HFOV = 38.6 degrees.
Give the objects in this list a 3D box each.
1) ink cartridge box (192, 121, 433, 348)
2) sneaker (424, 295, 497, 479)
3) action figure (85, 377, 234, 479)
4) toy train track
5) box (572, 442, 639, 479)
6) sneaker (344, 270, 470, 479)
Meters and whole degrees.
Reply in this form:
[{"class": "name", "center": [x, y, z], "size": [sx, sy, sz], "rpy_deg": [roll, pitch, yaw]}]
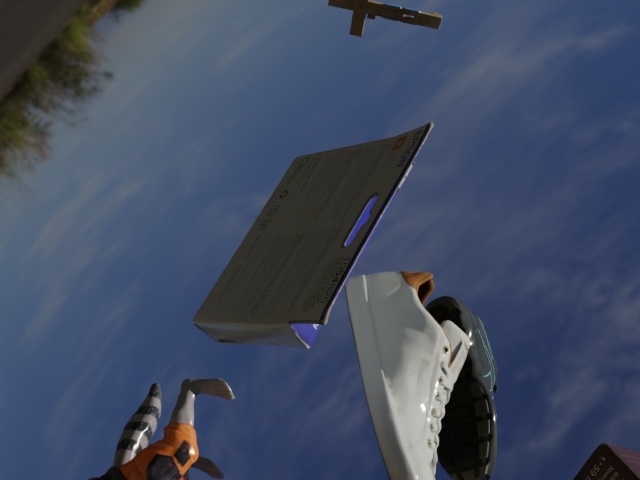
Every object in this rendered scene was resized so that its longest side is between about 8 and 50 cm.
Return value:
[{"class": "ink cartridge box", "center": [0.000, 0.000, 0.863], "size": [0.224, 0.045, 0.223], "rpy_deg": [-6, -133, 55]}, {"class": "sneaker", "center": [0.210, 0.206, 1.252], "size": [0.101, 0.106, 0.267], "rpy_deg": [-24, -124, 35]}, {"class": "action figure", "center": [-0.252, 0.342, 1.100], "size": [0.330, 0.178, 0.341], "rpy_deg": [-42, 167, -41]}, {"class": "toy train track", "center": [0.048, -0.170, 0.670], "size": [0.014, 0.083, 0.048], "rpy_deg": [-74, 176, -50]}, {"class": "box", "center": [0.410, 0.383, 1.115], "size": [0.168, 0.167, 0.203], "rpy_deg": [-60, -147, 15]}, {"class": "sneaker", "center": [0.106, 0.152, 0.950], "size": [0.123, 0.106, 0.290], "rpy_deg": [-11, -121, 2]}]
